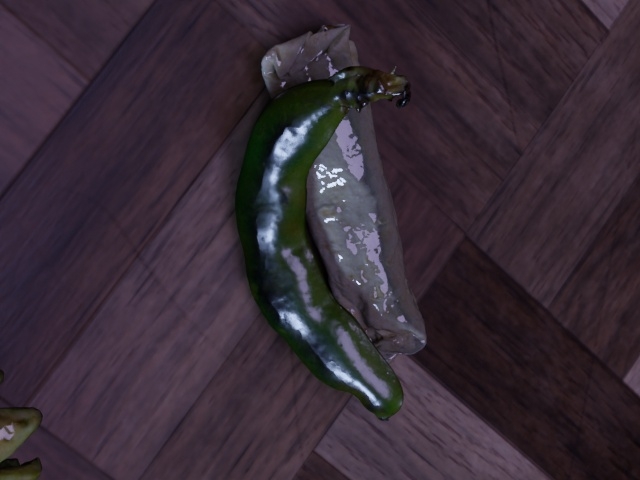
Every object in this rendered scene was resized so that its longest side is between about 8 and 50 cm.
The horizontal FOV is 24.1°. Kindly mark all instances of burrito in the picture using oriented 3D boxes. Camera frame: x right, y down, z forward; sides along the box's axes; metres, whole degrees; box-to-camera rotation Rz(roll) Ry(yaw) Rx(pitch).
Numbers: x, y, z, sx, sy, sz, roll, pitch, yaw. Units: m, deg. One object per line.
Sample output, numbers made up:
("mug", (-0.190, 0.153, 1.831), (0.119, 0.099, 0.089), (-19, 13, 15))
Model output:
("burrito", (0.025, -0.032, 1.173), (0.082, 0.059, 0.275), (-21, 105, -12))

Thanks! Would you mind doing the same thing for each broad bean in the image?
("broad bean", (0.000, 0.000, 1.128), (0.049, 0.144, 0.291), (-40, 137, -52))

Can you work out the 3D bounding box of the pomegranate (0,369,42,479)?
("pomegranate", (-0.331, 0.168, 0.897), (0.359, 0.216, 0.309), (-21, 87, -27))
